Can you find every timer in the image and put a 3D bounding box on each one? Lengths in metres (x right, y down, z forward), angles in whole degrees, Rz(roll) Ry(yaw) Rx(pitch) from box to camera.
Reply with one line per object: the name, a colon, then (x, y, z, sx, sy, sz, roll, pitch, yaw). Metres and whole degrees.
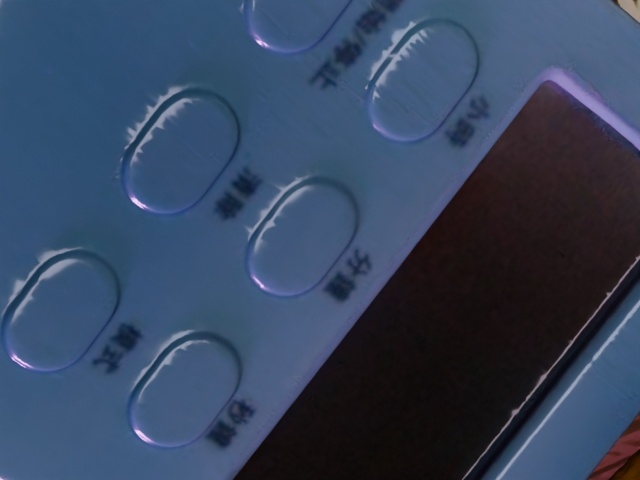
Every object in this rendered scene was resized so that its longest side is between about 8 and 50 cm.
timer: (0.000, 0.000, 0.552, 0.250, 0.091, 0.232, 35, 96, -12)

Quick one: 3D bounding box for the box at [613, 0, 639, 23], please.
box: (-0.003, -0.053, 0.618, 0.260, 0.062, 0.175, -23, 99, 2)

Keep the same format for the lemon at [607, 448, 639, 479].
lemon: (0.171, 0.156, 0.592, 0.188, 0.188, 0.257, -31, 117, 2)
